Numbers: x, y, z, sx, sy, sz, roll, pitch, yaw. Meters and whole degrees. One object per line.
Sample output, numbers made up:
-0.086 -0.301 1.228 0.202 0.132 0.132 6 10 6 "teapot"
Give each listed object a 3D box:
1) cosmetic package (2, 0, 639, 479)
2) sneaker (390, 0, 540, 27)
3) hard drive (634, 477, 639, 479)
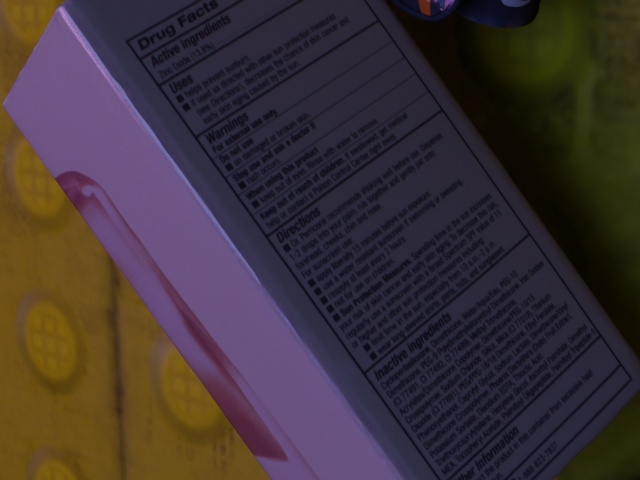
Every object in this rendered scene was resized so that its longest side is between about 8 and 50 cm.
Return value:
0.000 0.000 0.635 0.296 0.153 0.129 56 150 -2 "cosmetic package"
0.124 -0.179 0.575 0.321 0.125 0.180 25 121 46 "sneaker"
0.184 0.305 0.687 0.307 0.040 0.203 56 130 15 "hard drive"
